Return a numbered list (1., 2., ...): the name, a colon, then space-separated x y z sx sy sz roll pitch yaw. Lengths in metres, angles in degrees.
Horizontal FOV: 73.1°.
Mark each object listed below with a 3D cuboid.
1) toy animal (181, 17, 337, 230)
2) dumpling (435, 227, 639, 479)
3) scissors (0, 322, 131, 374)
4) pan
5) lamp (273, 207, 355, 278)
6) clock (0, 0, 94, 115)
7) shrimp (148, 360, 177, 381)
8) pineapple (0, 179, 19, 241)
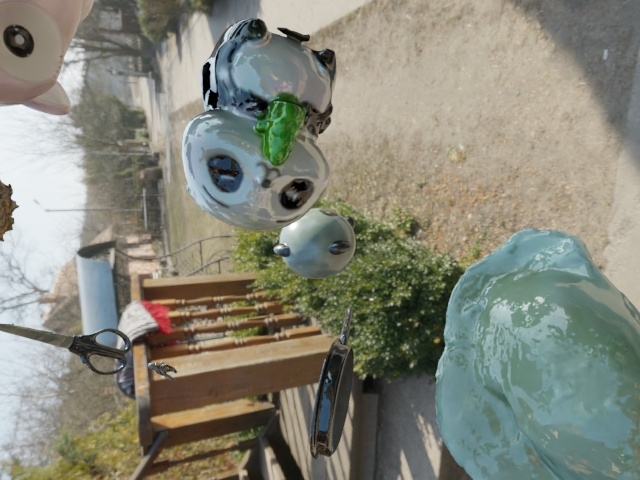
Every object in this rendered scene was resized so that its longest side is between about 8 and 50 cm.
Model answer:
1. toy animal: -0.080 -0.148 0.607 0.212 0.212 0.267 167 112 -66
2. dumpling: 0.290 0.156 0.498 0.212 0.269 0.321 102 169 -44
3. scissors: -0.572 0.227 0.966 0.022 0.300 0.109 -19 55 39
4. pan: 0.028 0.160 0.549 0.235 0.028 0.136 -66 -21 -58
5. lamp: 0.000 0.000 1.120 0.244 0.197 0.198 -46 -38 -69
6. clock: -0.517 -0.374 0.609 0.250 0.368 0.377 -7 89 41
7. shrimp: -0.455 0.376 1.262 0.029 0.092 0.038 -31 24 51
8. pineapple: -0.691 -0.027 0.779 0.361 0.175 0.175 -17 76 31
